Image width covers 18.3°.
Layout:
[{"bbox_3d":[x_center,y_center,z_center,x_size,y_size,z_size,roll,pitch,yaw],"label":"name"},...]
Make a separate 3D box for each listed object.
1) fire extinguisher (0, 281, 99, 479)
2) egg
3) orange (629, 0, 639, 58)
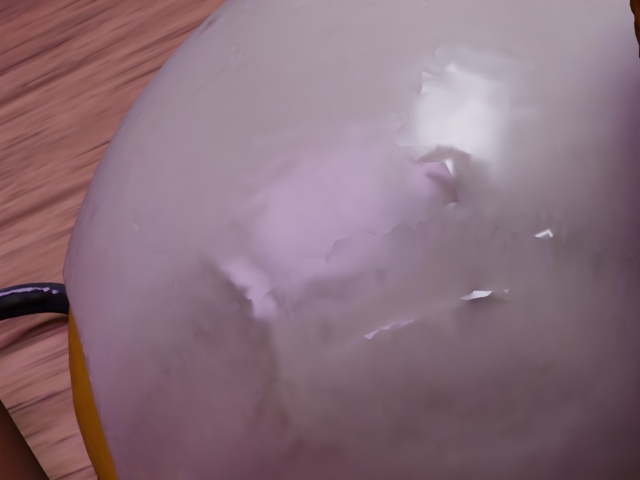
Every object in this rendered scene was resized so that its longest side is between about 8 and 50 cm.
[{"bbox_3d":[-0.171,0.123,1.015,0.200,0.113,0.376,-4,27,-29],"label":"fire extinguisher"},{"bbox_3d":[0.050,0.010,0.787,0.283,0.283,0.345,-14,37,28],"label":"egg"},{"bbox_3d":[0.227,-0.098,0.621,0.264,0.264,0.264,-22,39,19],"label":"orange"}]
